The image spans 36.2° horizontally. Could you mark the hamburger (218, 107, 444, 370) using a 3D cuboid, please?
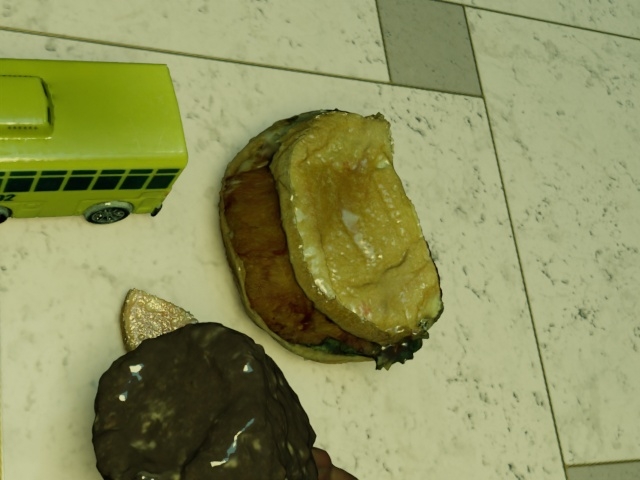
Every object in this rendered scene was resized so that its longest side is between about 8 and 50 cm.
[{"bbox_3d":[0.000,0.000,1.046,0.211,0.132,0.309,-4,70,-30],"label":"hamburger"}]

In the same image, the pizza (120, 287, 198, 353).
[{"bbox_3d":[-0.162,0.090,0.981,0.078,0.025,0.083,0,75,-24],"label":"pizza"}]

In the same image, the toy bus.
[{"bbox_3d":[-0.270,-0.096,0.928,0.262,0.150,0.128,-4,69,-30],"label":"toy bus"}]

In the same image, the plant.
[{"bbox_3d":[-0.089,0.190,0.873,0.234,0.204,0.178,58,17,-51],"label":"plant"}]
